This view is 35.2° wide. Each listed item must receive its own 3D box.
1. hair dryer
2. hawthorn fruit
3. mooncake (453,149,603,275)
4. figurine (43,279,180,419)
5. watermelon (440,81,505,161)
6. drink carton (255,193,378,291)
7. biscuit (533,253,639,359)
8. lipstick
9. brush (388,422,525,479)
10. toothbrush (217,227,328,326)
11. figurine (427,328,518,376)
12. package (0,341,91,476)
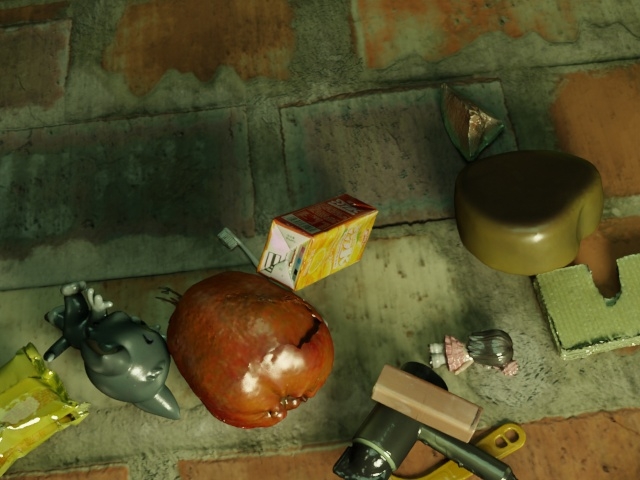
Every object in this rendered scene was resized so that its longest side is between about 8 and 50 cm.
[{"bbox_3d":[0.169,0.301,1.375,0.248,0.078,0.196,27,58,21],"label":"hair dryer"},{"bbox_3d":[-0.126,0.136,1.445,0.299,0.211,0.211,35,65,26],"label":"hawthorn fruit"},{"bbox_3d":[0.314,-0.047,1.578,0.234,0.117,0.235,-10,36,7],"label":"mooncake"},{"bbox_3d":[-0.325,0.146,1.480,0.265,0.193,0.140,11,58,27],"label":"figurine"},{"bbox_3d":[0.258,-0.218,1.745,0.101,0.080,0.155,-19,40,-19],"label":"watermelon"},{"bbox_3d":[0.000,0.000,1.524,0.071,0.096,0.223,28,23,20],"label":"drink carton"},{"bbox_3d":[0.456,0.090,1.523,0.249,0.046,0.147,-12,53,-3],"label":"biscuit"},{"bbox_3d":[0.143,0.220,1.366,0.145,0.045,0.045,24,60,9],"label":"lipstick"},{"bbox_3d":[0.171,0.329,1.403,0.272,0.013,0.103,-28,58,-15],"label":"brush"},{"bbox_3d":[-0.078,0.059,1.606,0.024,0.018,0.257,-41,62,-18],"label":"toothbrush"},{"bbox_3d":[0.224,0.168,1.485,0.129,0.054,0.072,-5,59,4],"label":"figurine"},{"bbox_3d":[-0.461,0.260,1.457,0.226,0.090,0.168,-36,64,-22],"label":"package"}]
